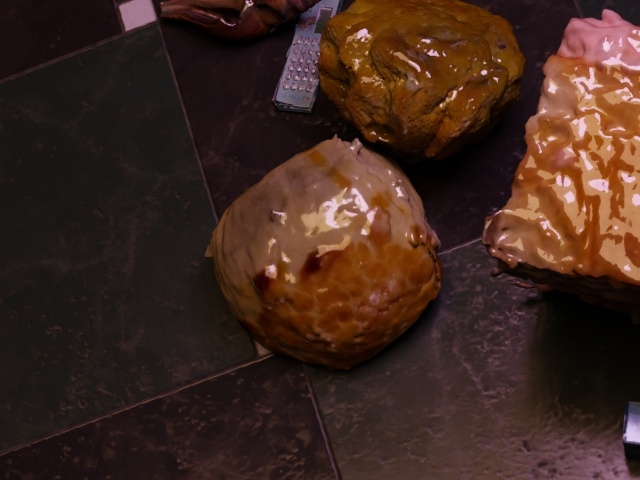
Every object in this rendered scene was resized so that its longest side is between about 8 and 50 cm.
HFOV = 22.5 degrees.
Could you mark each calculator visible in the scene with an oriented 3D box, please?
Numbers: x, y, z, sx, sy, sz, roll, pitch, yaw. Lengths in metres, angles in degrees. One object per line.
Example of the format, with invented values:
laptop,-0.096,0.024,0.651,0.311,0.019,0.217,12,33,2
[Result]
calculator,-0.016,-0.237,2.008,0.057,0.018,0.172,10,67,16

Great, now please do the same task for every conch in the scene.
conch,-0.097,-0.291,2.024,0.233,0.080,0.086,-20,47,31

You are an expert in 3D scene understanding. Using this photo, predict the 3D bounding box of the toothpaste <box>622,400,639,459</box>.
toothpaste,0.451,0.209,1.660,0.272,0.066,0.053,5,67,16

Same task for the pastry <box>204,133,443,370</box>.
pastry,-0.003,0.009,1.809,0.256,0.170,0.236,-32,60,4

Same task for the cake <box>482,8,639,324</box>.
cake,0.363,-0.057,1.640,0.314,0.307,0.293,17,88,18

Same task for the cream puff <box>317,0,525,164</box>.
cream puff,0.117,-0.191,1.841,0.244,0.196,0.244,10,52,-13
